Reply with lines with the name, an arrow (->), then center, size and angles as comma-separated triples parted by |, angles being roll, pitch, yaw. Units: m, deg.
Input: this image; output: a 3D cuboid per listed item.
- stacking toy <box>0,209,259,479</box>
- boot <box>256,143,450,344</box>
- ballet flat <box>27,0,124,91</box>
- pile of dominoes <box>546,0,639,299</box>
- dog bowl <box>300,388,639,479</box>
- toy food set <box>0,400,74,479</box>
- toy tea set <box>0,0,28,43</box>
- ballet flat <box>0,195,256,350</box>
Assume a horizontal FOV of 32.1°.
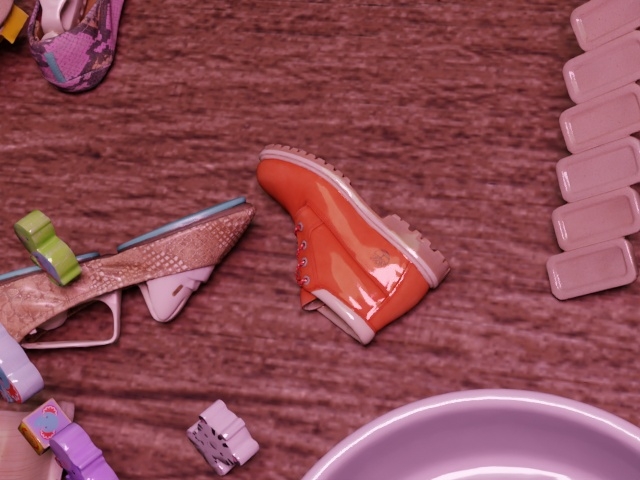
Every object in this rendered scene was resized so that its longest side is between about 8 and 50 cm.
stacking toy -> -0.164, 0.102, 0.653 | 0.167, 0.052, 0.221 | -39, 86, -31
boot -> 0.000, 0.000, 0.741 | 0.158, 0.059, 0.084 | 40, 81, 25
ballet flat -> -0.188, -0.224, 0.880 | 0.077, 0.079, 0.221 | 0, 63, 10
pile of dominoes -> 0.240, -0.074, 0.665 | 0.196, 0.040, 0.251 | 7, 95, 38
dog bowl -> 0.095, 0.218, 0.580 | 0.265, 0.104, 0.265 | -5, 62, 9
toy food set -> -0.315, 0.175, 0.640 | 0.306, 0.092, 0.219 | 12, 63, -13
toy tea set -> -0.368, -0.091, 0.844 | 0.200, 0.124, 0.336 | 24, 71, 4
ballet flat -> -0.134, 0.032, 0.755 | 0.206, 0.073, 0.067 | -19, 88, 4
